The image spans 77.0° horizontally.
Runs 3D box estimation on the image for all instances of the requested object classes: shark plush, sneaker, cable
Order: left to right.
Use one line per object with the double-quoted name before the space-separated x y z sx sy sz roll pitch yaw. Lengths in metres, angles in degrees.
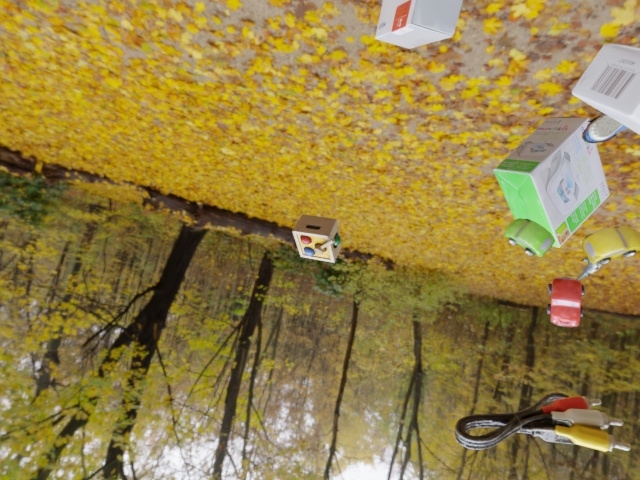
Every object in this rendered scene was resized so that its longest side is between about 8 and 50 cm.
"cable" 0.395 0.328 0.756 0.287 0.072 0.139 2 -155 5
"shark plush" 1.051 0.084 1.565 0.067 0.161 0.073 34 -148 26
"sneaker" 0.611 -0.251 0.816 0.152 0.058 0.084 -35 175 14

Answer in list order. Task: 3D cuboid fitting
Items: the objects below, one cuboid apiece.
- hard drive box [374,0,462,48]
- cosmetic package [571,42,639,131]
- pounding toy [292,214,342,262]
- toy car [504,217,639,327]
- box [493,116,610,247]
"hard drive box" 0.199 -0.502 0.752 0.089 0.232 0.181 6 -164 -16
"cosmetic package" 0.513 -0.202 0.607 0.231 0.086 0.117 12 -148 -25
"pounding toy" 0.000 0.000 1.133 0.141 0.100 0.130 9 139 23
"toy car" 0.474 0.022 0.812 0.225 0.239 0.053 41 -179 36
"box" 0.632 -0.159 1.097 0.262 0.231 0.126 53 170 -27
